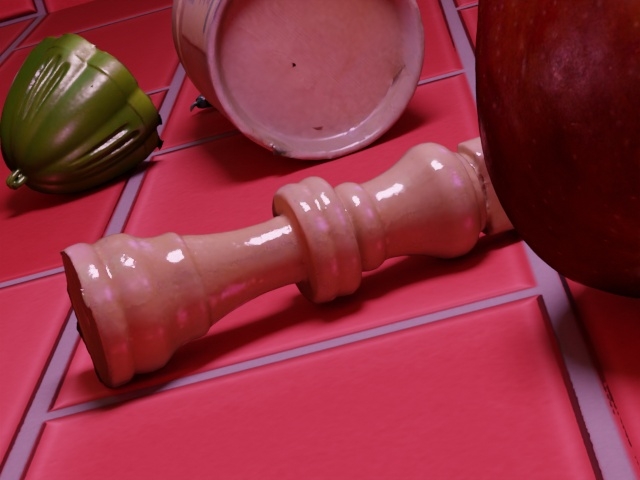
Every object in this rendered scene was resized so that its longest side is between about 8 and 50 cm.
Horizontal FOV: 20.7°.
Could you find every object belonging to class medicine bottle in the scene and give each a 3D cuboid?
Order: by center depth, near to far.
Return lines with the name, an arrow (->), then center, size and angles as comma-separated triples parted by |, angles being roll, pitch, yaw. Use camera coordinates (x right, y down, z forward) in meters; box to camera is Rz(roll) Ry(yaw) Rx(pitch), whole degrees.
medicine bottle -> -0.046, -0.241, 1.977 | 0.235, 0.236, 0.406 | -19, 17, -9

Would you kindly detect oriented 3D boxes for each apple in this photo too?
apple -> 0.237, -0.116, 1.156 | 0.288, 0.317, 0.288 | -5, -10, -1

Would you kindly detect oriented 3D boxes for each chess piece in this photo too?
chess piece -> 0.000, 0.000, 1.381 | 0.397, 0.117, 0.117 | -19, 16, -15

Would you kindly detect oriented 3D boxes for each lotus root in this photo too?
lotus root -> -0.297, -0.116, 1.985 | 0.186, 0.186, 0.186 | -15, 16, 4

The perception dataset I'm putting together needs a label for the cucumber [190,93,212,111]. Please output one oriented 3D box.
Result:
cucumber -> -0.100, -0.200, 2.250 | 0.155, 0.037, 0.037 | -24, 18, -23
